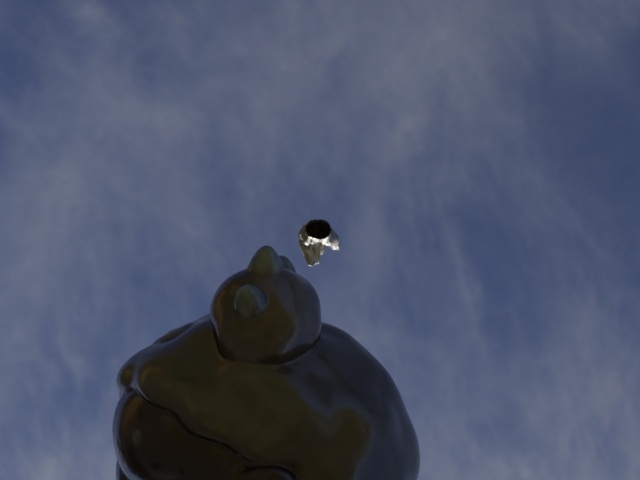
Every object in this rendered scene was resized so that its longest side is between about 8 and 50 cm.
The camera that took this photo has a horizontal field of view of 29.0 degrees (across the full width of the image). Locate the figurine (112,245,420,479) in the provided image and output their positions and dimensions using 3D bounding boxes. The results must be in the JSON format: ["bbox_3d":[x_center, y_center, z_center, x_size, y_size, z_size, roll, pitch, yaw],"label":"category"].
[{"bbox_3d":[-0.042,0.207,0.790,0.203,0.248,0.380,4,-111,1],"label":"figurine"}]

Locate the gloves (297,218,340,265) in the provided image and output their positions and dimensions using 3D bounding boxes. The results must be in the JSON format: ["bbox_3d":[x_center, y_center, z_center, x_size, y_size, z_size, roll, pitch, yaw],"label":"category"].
[{"bbox_3d":[0.000,-0.002,1.203,0.044,0.081,0.037,4,-122,-6],"label":"gloves"}]
